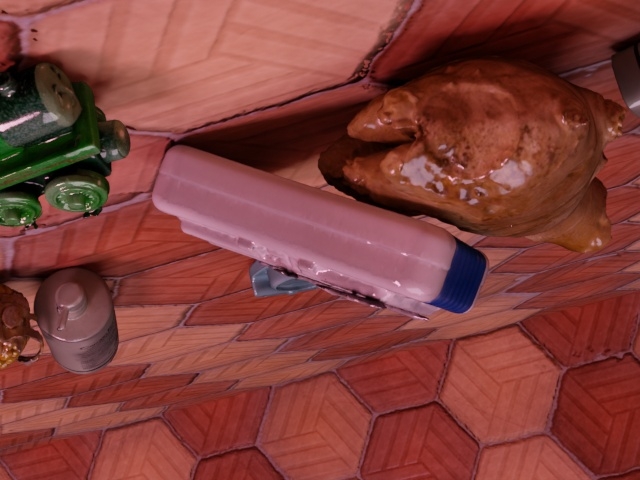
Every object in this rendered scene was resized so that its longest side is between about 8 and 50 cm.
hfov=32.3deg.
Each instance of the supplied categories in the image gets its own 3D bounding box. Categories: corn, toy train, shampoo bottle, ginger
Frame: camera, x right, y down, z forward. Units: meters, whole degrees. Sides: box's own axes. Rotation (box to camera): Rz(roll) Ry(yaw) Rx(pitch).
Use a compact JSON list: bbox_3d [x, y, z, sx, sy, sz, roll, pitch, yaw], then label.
[{"bbox_3d":[-0.421,0.115,1.190,0.293,0.106,0.106,-17,167,33],"label":"corn"},{"bbox_3d":[-0.255,-0.046,0.732,0.251,0.085,0.119,-20,150,11],"label":"toy train"},{"bbox_3d":[-0.273,0.088,1.240,0.085,0.085,0.262,-10,166,-11],"label":"shampoo bottle"},{"bbox_3d":[0.134,-0.041,0.930,0.236,0.166,0.375,-22,152,6],"label":"ginger"}]

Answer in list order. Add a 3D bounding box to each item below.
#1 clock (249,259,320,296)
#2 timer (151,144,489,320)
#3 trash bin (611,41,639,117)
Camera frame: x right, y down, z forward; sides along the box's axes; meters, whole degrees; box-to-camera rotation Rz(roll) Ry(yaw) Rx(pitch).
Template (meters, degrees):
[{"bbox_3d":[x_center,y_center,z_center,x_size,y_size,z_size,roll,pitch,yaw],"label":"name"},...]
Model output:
[{"bbox_3d":[-0.016,0.027,1.318,0.108,0.045,0.147,-8,165,-26],"label":"clock"},{"bbox_3d":[0.000,0.000,0.905,0.253,0.078,0.178,19,180,23],"label":"timer"},{"bbox_3d":[0.320,-0.146,0.900,0.130,0.059,0.116,-23,166,32],"label":"trash bin"}]
